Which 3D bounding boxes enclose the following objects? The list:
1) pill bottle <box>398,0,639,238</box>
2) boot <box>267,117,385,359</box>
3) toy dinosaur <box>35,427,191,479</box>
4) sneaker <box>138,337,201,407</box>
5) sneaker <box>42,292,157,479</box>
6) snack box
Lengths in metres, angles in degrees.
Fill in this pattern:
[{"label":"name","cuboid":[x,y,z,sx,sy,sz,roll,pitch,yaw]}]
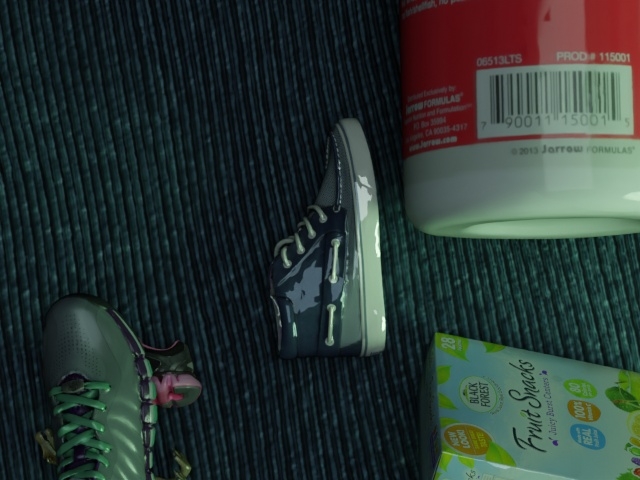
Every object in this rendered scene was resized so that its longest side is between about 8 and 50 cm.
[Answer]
[{"label":"pill bottle","cuboid":[0.172,-0.211,1.501,0.229,0.229,0.408,0,85,-6]},{"label":"boot","cuboid":[0.000,0.000,1.545,0.086,0.069,0.190,-5,87,-9]},{"label":"toy dinosaur","cuboid":[-0.142,0.205,1.533,0.092,0.053,0.183,-39,87,9]},{"label":"sneaker","cuboid":[-0.154,0.104,1.541,0.119,0.047,0.057,-4,62,-6]},{"label":"sneaker","cuboid":[-0.165,0.151,1.455,0.083,0.098,0.224,-12,92,11]},{"label":"snack box","cuboid":[0.180,0.158,1.495,0.207,0.174,0.070,10,117,-5]}]
